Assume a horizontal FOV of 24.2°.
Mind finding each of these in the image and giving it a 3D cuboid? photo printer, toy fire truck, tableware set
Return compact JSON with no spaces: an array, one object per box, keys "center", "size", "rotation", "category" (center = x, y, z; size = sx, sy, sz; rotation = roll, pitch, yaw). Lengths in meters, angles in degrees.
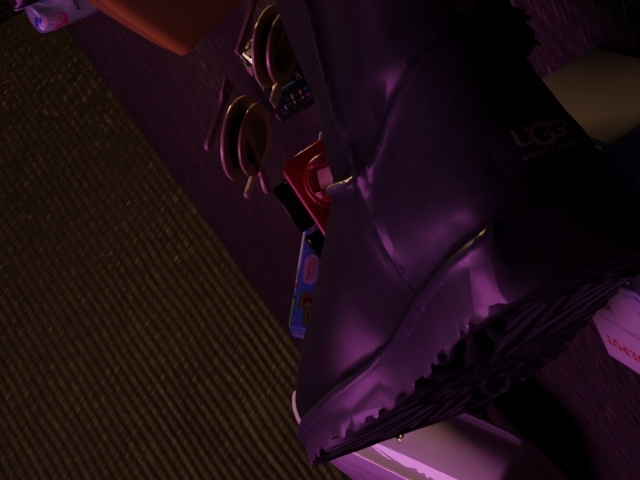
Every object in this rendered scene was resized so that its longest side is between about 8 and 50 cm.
[{"center":[0.126,0.244,1.632],"size":[0.307,0.107,0.256],"rotation":[20,164,39],"category":"photo printer"},{"center":[0.064,-0.016,1.443],"size":[0.217,0.158,0.246],"rotation":[57,-178,2],"category":"toy fire truck"},{"center":[-0.054,-0.151,1.528],"size":[0.039,0.194,0.128],"rotation":[9,161,21],"category":"tableware set"}]

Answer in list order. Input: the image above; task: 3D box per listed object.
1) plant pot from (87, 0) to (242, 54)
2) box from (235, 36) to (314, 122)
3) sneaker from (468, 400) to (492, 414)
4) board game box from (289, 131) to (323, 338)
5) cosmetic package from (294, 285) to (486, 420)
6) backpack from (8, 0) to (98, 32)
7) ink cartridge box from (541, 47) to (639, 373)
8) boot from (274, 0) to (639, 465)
[{"center":[-0.157,-0.297,1.434],"size":[0.187,0.212,0.212],"rotation":[48,175,-21],"category":"plant pot"},{"center":[-0.048,-0.186,1.675],"size":[0.062,0.052,0.083],"rotation":[49,169,51],"category":"box"},{"center":[0.117,0.087,1.618],"size":[0.252,0.103,0.111],"rotation":[50,171,-8],"category":"sneaker"},{"center":[0.000,0.000,1.653],"size":[0.160,0.039,0.211],"rotation":[87,-167,-82],"category":"board game box"},{"center":[0.096,0.157,1.849],"size":[0.153,0.129,0.296],"rotation":[50,170,45],"category":"cosmetic package"},{"center":[-0.335,-0.403,1.935],"size":[0.253,0.225,0.191],"rotation":[54,166,47],"category":"backpack"},{"center":[0.197,-0.005,0.868],"size":[0.190,0.082,0.139],"rotation":[63,170,-21],"category":"ink cartridge box"},{"center":[0.006,-0.121,0.891],"size":[0.445,0.146,0.367],"rotation":[66,153,16],"category":"boot"}]
